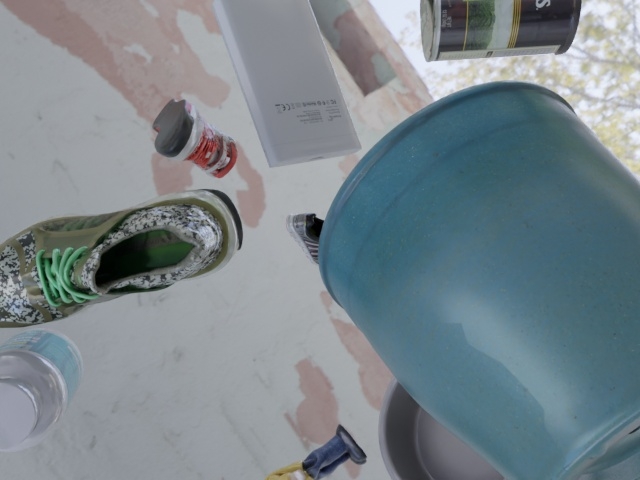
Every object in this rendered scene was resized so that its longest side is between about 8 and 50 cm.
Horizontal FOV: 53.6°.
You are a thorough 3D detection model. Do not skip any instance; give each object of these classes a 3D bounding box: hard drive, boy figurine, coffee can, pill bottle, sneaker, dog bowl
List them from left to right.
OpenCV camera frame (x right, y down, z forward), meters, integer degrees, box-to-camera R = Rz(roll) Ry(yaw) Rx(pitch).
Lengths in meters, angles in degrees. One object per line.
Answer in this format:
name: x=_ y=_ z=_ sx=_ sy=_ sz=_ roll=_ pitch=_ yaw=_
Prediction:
pill bottle: x=-0.451 y=0.225 z=0.959 sx=0.146 sy=0.264 sz=0.146 roll=-1 pitch=-87 yaw=-13
sneaker: x=-0.317 y=0.029 z=0.871 sx=0.182 sy=0.410 sz=0.158 roll=-86 pitch=-23 yaw=-82
sneaker: x=-0.198 y=-0.162 z=1.064 sx=0.145 sy=0.270 sz=0.090 roll=35 pitch=-86 yaw=-24
hard drive: x=-0.064 y=-0.334 z=1.307 sx=0.233 sy=0.047 sz=0.353 roll=-16 pitch=-96 yaw=-39
boy figurine: x=-0.048 y=0.457 z=1.161 sx=0.285 sy=0.177 sz=0.092 roll=-36 pitch=-113 yaw=-18
sneaker: x=0.000 y=0.000 z=1.359 sx=0.170 sy=0.075 sz=0.063 roll=49 pitch=-136 yaw=-32
dog bowl: x=0.254 y=0.331 z=1.133 sx=0.102 sy=0.349 sz=0.348 roll=31 pitch=-131 yaw=-42
coffee can: x=0.349 y=-0.467 z=1.269 sx=0.276 sy=0.201 sz=0.201 roll=-3 pitch=-117 yaw=2

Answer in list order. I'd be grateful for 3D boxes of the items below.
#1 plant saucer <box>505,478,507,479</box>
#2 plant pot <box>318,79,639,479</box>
plant saucer: x=0.287 y=0.321 z=0.636 sx=0.311 sy=0.050 sz=0.310 roll=17 pitch=-115 yaw=-39
plant pot: x=0.171 y=0.056 z=0.499 sx=0.272 sy=0.271 sz=0.255 roll=8 pitch=-144 yaw=-36
